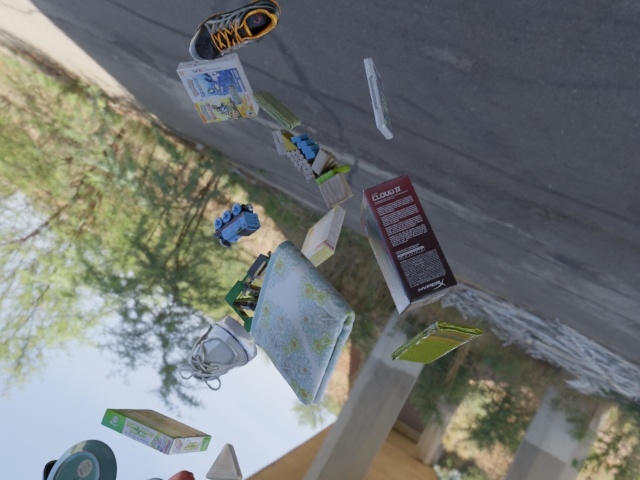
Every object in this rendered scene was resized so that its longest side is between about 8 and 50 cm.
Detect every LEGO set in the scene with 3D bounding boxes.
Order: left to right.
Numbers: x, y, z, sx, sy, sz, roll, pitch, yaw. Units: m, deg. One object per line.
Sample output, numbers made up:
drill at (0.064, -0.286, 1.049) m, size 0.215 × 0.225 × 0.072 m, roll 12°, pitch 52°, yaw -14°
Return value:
LEGO set at (-0.201, 0.214, 2.173) m, size 0.255 × 0.331 × 0.192 m, roll 32°, pitch -177°, yaw 33°

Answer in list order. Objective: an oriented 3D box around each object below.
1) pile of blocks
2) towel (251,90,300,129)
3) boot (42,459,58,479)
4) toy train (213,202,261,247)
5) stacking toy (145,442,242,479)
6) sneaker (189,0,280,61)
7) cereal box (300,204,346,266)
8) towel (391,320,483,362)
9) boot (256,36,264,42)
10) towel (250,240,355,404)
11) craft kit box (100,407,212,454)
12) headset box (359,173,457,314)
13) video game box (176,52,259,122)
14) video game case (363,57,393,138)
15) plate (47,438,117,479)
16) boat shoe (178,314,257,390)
pile of blocks at (-0.001, -0.268, 1.810) m, size 0.362 × 0.113 × 0.149 m, roll 47°, pitch 134°, yaw 16°
towel at (-0.125, -0.370, 1.553) m, size 0.148 × 0.027 × 0.110 m, roll 40°, pitch -156°, yaw -2°
boot at (-0.736, 0.721, 1.533) m, size 0.178 × 0.085 × 0.236 m, roll 118°, pitch 135°, yaw -56°
toy train at (-0.280, -0.049, 1.806) m, size 0.184 × 0.105 × 0.080 m, roll -32°, pitch 154°, yaw 33°
stacking toy at (-0.262, 0.580, 1.113) m, size 0.309 × 0.279 × 0.130 m, roll 46°, pitch 178°, yaw 41°
sneaker at (-0.181, -0.444, 1.159) m, size 0.084 × 0.215 × 0.083 m, roll 57°, pitch -173°, yaw -36°
cereal box at (0.000, 0.000, 1.890) m, size 0.047 × 0.240 × 0.173 m, roll 38°, pitch 128°, yaw -17°
towel at (0.243, 0.226, 1.176) m, size 0.102 × 0.021 × 0.237 m, roll 13°, pitch 150°, yaw -12°
boot at (-0.233, -0.660, 1.685) m, size 0.099 × 0.045 × 0.121 m, roll 46°, pitch -162°, yaw 6°
towel at (-0.058, 0.235, 1.543) m, size 0.090 × 0.374 × 0.320 m, roll -12°, pitch -138°, yaw -39°
craft kit box at (-0.499, 0.586, 1.693) m, size 0.250 × 0.060 × 0.246 m, roll 15°, pitch 164°, yaw 21°
headset box at (0.182, 0.003, 1.240) m, size 0.218 × 0.110 × 0.293 m, roll 83°, pitch 166°, yaw -76°
video game box at (-0.310, -0.462, 1.679) m, size 0.187 × 0.048 × 0.205 m, roll -3°, pitch 140°, yaw 17°
video game case at (0.153, -0.361, 1.418) m, size 0.022 × 0.173 × 0.190 m, roll -11°, pitch 179°, yaw 14°
plate at (-0.551, 0.546, 1.245) m, size 0.188 × 0.188 × 0.024 m, roll 25°, pitch 159°, yaw 33°
boat shoe at (-0.280, 0.302, 1.389) m, size 0.136 × 0.156 × 0.367 m, roll 49°, pitch 150°, yaw -1°
